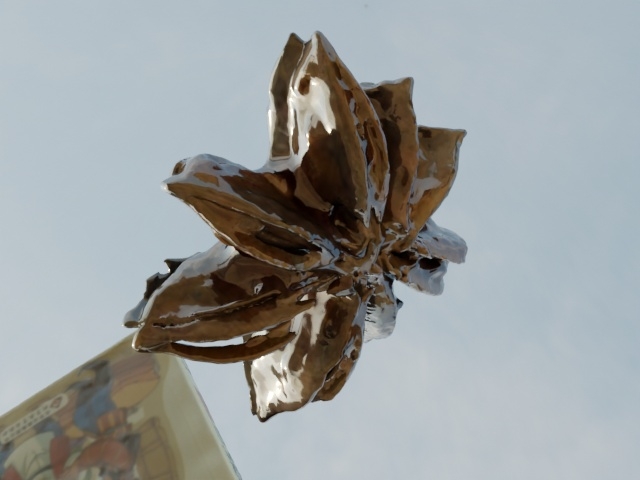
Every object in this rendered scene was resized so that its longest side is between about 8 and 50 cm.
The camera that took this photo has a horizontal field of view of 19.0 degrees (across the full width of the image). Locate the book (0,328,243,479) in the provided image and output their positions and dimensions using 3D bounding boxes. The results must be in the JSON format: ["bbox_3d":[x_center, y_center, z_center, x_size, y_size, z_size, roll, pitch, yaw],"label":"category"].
[{"bbox_3d":[-0.134,0.186,1.123,0.202,0.264,0.027,-32,-44,2],"label":"book"}]

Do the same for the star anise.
[{"bbox_3d":[0.000,0.000,1.005,0.093,0.236,0.229,36,-65,34],"label":"star anise"}]
